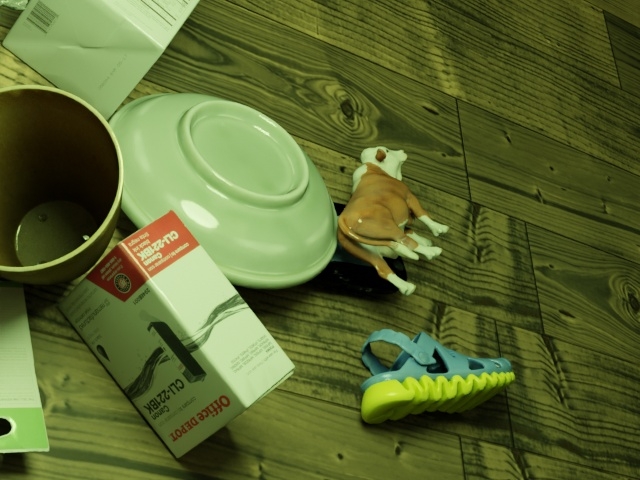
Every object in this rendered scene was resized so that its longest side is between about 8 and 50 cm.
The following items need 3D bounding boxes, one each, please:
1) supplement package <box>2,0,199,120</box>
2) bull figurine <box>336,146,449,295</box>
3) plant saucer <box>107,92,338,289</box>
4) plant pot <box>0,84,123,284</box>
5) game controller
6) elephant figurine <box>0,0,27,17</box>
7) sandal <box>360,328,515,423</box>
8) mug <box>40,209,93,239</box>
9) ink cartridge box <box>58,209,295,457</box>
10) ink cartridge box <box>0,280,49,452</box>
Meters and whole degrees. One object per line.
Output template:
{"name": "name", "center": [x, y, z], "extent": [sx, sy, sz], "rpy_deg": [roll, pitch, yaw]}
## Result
{"name": "supplement package", "center": [-0.312, -0.366, 1.925], "extent": [0.198, 0.199, 0.263], "rpy_deg": [37, 44, -13]}
{"name": "bull figurine", "center": [0.113, -0.041, 2.058], "extent": [0.188, 0.101, 0.310], "rpy_deg": [37, 31, -4]}
{"name": "plant saucer", "center": [-0.131, -0.106, 1.912], "extent": [0.400, 0.100, 0.400], "rpy_deg": [22, 39, -19]}
{"name": "plant pot", "center": [-0.354, -0.039, 1.605], "extent": [0.237, 0.254, 0.237], "rpy_deg": [0, 73, -1]}
{"name": "game controller", "center": [0.000, 0.000, 2.035], "extent": [0.319, 0.067, 0.166], "rpy_deg": [10, 56, -36]}
{"name": "elephant figurine", "center": [-0.525, -0.238, 1.691], "extent": [0.169, 0.186, 0.239], "rpy_deg": [29, 43, -35]}
{"name": "sandal", "center": [0.183, 0.203, 2.013], "extent": [0.317, 0.126, 0.138], "rpy_deg": [3, 56, -40]}
{"name": "mug", "center": [-0.350, -0.034, 1.766], "extent": [0.064, 0.062, 0.078], "rpy_deg": [54, 23, 16]}
{"name": "ink cartridge box", "center": [-0.194, 0.129, 1.684], "extent": [0.273, 0.197, 0.114], "rpy_deg": [51, 44, 1]}
{"name": "ink cartridge box", "center": [-0.439, 0.160, 1.560], "extent": [0.171, 0.056, 0.235], "rpy_deg": [5, 61, -38]}
